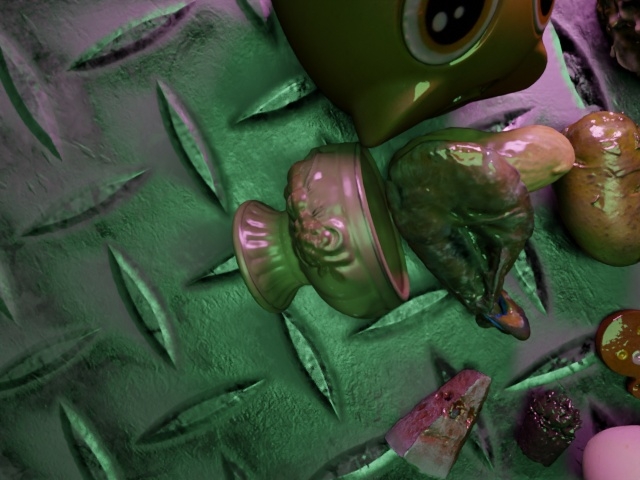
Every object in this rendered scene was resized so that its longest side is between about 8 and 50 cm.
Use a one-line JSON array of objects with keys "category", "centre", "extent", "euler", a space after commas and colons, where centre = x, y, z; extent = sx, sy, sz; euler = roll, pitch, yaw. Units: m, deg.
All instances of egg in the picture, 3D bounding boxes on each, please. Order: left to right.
[{"category": "egg", "centre": [0.602, 0.457, 0.816], "extent": [0.271, 0.162, 0.206], "euler": [42, 65, -37]}]

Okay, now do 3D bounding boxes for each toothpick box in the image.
[{"category": "toothpick box", "centre": [0.136, -0.391, 0.642], "extent": [0.409, 0.409, 0.424], "euler": [-22, 95, 2]}]

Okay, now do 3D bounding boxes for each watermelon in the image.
[{"category": "watermelon", "centre": [0.264, 0.367, 0.858], "extent": [0.154, 0.094, 0.241], "euler": [34, 91, -9]}]

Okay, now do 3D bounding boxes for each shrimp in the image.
[{"category": "shrimp", "centre": [0.274, 0.010, 0.750], "extent": [0.221, 0.109, 0.445], "euler": [-16, 123, 33]}]

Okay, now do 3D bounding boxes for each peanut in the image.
[{"category": "peanut", "centre": [0.285, -0.147, 0.778], "extent": [0.319, 0.147, 0.147], "euler": [-6, 94, 13]}]

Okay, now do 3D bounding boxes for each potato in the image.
[{"category": "potato", "centre": [0.534, -0.093, 0.793], "extent": [0.176, 0.141, 0.297], "euler": [-14, 103, 4]}]

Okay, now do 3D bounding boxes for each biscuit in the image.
[{"category": "biscuit", "centre": [0.675, 0.236, 0.861], "extent": [0.236, 0.039, 0.179], "euler": [31, 95, 1]}]

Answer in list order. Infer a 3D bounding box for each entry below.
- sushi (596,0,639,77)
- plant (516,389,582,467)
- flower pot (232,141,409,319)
[{"category": "sushi", "centre": [0.684, -0.426, 0.746], "extent": [0.294, 0.178, 0.352], "euler": [-42, 91, 5]}, {"category": "plant", "centre": [0.454, 0.372, 0.849], "extent": [0.095, 0.092, 0.143], "euler": [26, 100, 7]}, {"category": "flower pot", "centre": [0.000, 0.000, 0.736], "extent": [0.244, 0.307, 0.307], "euler": [-17, 93, 17]}]
